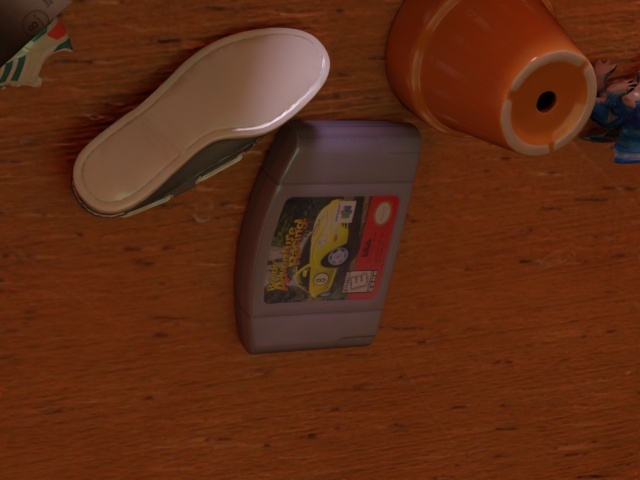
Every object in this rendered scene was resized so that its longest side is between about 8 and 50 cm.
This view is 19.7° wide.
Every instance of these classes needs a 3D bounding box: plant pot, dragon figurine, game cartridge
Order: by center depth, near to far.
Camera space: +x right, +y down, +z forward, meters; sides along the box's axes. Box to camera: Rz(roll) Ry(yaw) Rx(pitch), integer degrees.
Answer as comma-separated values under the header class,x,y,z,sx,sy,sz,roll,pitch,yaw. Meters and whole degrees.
class,x,y,z,sx,sy,sz,roll,pitch,yaw
plant pot,0.207,-0.190,2.078,0.205,0.188,0.205,-15,124,-23
game cartridge,0.000,0.000,2.161,0.196,0.060,0.294,-1,118,-26
dragon figurine,0.377,-0.146,2.273,0.289,0.085,0.144,-13,123,-25

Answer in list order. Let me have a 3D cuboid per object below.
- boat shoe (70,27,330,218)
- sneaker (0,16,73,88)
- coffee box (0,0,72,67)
class,x,y,z,sx,sy,sz,roll,pitch,yaw
boat shoe,-0.133,-0.125,1.999,0.319,0.116,0.099,-34,173,-17
sneaker,-0.320,-0.170,1.863,0.161,0.057,0.075,-41,125,-7
coffee box,-0.370,-0.278,1.742,0.141,0.098,0.246,-42,130,-3
